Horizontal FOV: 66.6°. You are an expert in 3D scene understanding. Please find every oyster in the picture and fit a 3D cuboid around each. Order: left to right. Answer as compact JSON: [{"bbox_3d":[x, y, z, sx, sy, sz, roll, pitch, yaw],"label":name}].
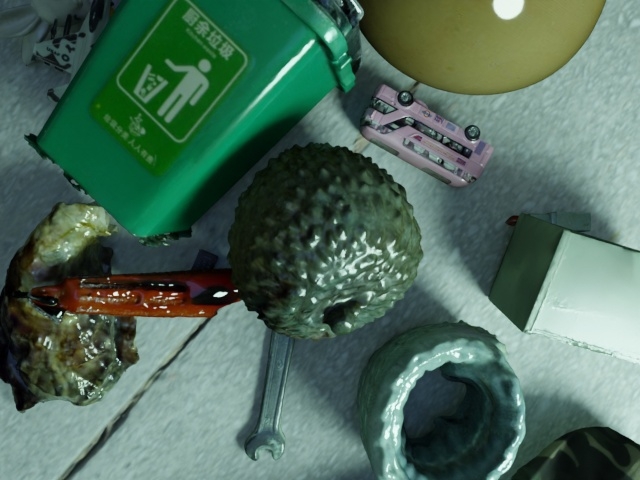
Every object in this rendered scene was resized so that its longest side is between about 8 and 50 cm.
[{"bbox_3d":[-0.370,0.110,0.694,0.275,0.100,0.271,-34,105,-8],"label":"oyster"}]

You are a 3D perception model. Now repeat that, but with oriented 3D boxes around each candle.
[{"bbox_3d":[-0.246,0.072,0.671,0.302,0.059,0.084,4,107,-29],"label":"candle"}]

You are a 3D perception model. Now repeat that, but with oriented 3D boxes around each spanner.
[{"bbox_3d":[-0.062,0.187,0.745,0.071,0.017,0.302,8,87,-4],"label":"spanner"}]

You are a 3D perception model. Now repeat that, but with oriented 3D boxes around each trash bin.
[{"bbox_3d":[-0.145,-0.203,0.641,0.259,0.295,0.381,44,98,1],"label":"trash bin"}]

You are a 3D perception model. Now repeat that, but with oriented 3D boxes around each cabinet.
[{"bbox_3d":[0.381,0.069,0.693,0.206,0.145,0.150,16,101,-3],"label":"cabinet"}]

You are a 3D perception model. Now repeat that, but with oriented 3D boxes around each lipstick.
[{"bbox_3d":[0.353,-0.030,0.764,0.129,0.030,0.030,1,88,-3],"label":"lipstick"}]

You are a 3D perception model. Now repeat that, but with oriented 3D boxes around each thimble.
[{"bbox_3d":[0.163,0.227,0.678,0.205,0.172,0.250,38,89,1],"label":"thimble"}]

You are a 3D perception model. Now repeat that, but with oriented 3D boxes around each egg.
[{"bbox_3d":[0.198,-0.344,0.623,0.374,0.301,0.301,23,87,-26],"label":"egg"}]

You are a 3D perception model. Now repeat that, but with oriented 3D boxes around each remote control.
[{"bbox_3d":[-0.188,0.059,0.743,0.034,0.016,0.091,26,87,-19],"label":"remote control"}]

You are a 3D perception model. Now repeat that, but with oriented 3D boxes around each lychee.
[{"bbox_3d":[0.000,0.000,0.642,0.255,0.255,0.274,-21,55,-3],"label":"lychee"}]

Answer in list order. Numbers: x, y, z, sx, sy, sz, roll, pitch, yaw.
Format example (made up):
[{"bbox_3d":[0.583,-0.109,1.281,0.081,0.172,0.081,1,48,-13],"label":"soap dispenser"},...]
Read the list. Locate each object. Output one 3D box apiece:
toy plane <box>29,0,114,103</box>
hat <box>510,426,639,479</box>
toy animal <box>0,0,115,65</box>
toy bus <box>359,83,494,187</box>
[{"bbox_3d":[-0.328,-0.273,0.704,0.160,0.082,0.234,24,106,-10],"label":"toy plane"},{"bbox_3d":[0.422,0.464,0.592,0.257,0.381,0.366,-43,111,11],"label":"hat"},{"bbox_3d":[-0.384,-0.349,0.720,0.127,0.131,0.181,5,78,31],"label":"toy animal"},{"bbox_3d":[0.159,-0.157,0.743,0.203,0.063,0.090,29,88,-3],"label":"toy bus"}]
